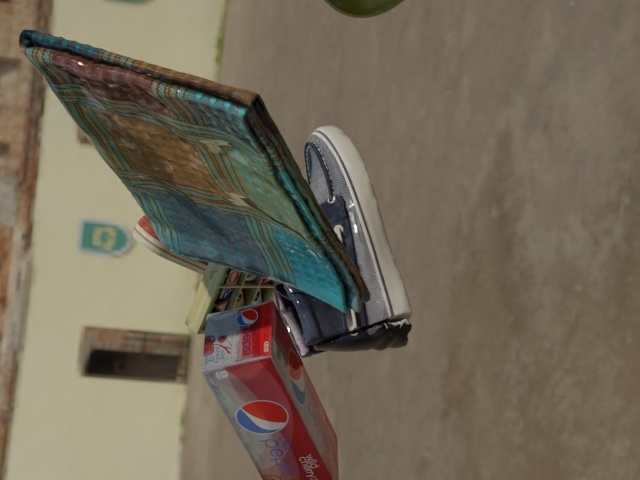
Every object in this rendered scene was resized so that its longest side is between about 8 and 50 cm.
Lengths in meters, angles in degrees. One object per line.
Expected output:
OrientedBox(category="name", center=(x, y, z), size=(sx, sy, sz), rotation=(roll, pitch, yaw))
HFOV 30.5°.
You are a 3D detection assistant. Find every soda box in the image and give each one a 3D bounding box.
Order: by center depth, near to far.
OrientedBox(category="soda box", center=(-0.053, 0.194, 1.365), size=(0.092, 0.084, 0.263), rotation=(-91, -16, -47))

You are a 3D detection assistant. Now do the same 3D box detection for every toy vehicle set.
OrientedBox(category="toy vehicle set", center=(-0.122, 0.035, 2.019), size=(0.035, 0.166, 0.266), rotation=(33, 108, 33))

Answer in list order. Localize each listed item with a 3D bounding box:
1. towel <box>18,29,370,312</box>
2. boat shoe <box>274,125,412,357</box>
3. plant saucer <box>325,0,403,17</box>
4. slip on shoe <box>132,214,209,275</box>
OrientedBox(category="towel", center=(-0.115, -0.056, 1.156), size=(0.040, 0.271, 0.370), rotation=(-62, -28, -20))
OrientedBox(category="boat shoe", center=(0.000, 0.000, 1.611), size=(0.127, 0.158, 0.340), rotation=(109, 145, -60))
OrientedBox(category="plant saucer", center=(0.054, -0.352, 1.212), size=(0.037, 0.241, 0.241), rotation=(26, 117, 37))
OrientedBox(category="slip on shoe", center=(-0.202, 0.002, 2.147), size=(0.123, 0.331, 0.101), rotation=(39, 99, 37))
